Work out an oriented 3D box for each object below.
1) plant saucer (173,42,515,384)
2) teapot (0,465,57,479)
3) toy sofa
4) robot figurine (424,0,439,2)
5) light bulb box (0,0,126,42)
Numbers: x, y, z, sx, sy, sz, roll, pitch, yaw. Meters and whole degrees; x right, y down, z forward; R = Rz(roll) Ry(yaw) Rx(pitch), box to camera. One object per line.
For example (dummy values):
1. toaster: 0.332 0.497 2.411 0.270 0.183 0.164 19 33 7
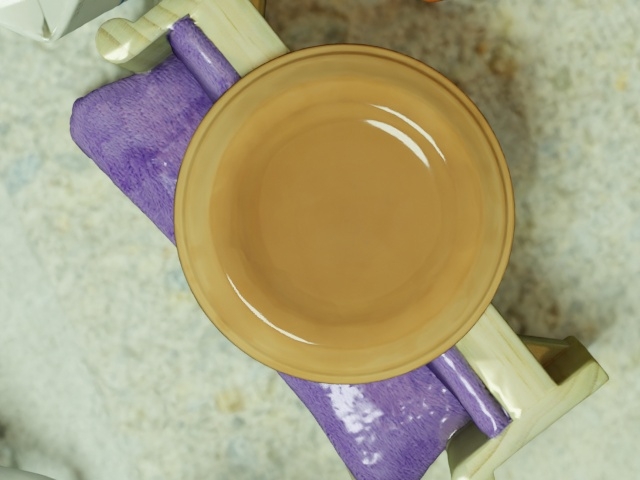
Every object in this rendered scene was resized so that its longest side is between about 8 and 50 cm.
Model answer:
1. plant saucer: 0.014 -0.015 1.120 0.200 0.037 0.200 0 90 -2
2. teapot: -0.314 0.219 1.217 0.256 0.252 0.187 12 137 18
3. toy sofa: 0.000 0.000 1.215 0.177 0.150 0.362 -39 91 2
4. robot figurine: 0.076 -0.243 1.210 0.219 0.128 0.158 -16 68 3
5. light bulb box: -0.140 -0.328 1.070 0.225 0.361 0.358 25 105 -1
